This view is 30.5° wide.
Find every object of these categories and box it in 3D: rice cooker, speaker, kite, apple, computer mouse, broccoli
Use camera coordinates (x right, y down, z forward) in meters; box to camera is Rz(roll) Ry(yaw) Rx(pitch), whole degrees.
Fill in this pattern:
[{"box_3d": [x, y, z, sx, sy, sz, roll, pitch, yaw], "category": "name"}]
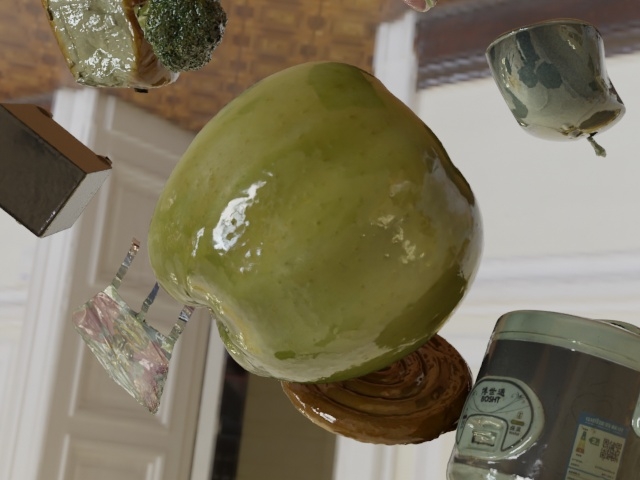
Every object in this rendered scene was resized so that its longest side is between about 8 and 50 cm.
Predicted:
[{"box_3d": [0.310, 0.226, 1.414, 0.288, 0.277, 0.288, 21, 167, 5], "category": "rice cooker"}, {"box_3d": [-0.585, -0.147, 2.413, 0.232, 0.184, 0.254, 39, -173, -1], "category": "speaker"}, {"box_3d": [-0.265, 0.123, 1.713, 0.204, 0.022, 0.360, 47, 143, 6], "category": "kite"}, {"box_3d": [0.000, 0.000, 1.404, 0.320, 0.360, 0.312, 47, 173, 30], "category": "apple"}, {"box_3d": [0.362, -0.195, 1.722, 0.167, 0.090, 0.379, -13, 150, 27], "category": "computer mouse"}, {"box_3d": [-0.197, -0.311, 1.694, 0.138, 0.146, 0.162, 19, 172, 32], "category": "broccoli"}]

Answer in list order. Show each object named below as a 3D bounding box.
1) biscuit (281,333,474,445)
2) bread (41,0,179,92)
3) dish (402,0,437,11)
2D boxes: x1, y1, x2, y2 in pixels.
[{"box_3d": [0.075, 0.171, 1.535, 0.262, 0.037, 0.262, 6, -149, -3], "category": "biscuit"}, {"box_3d": [-0.403, -0.431, 2.375, 0.225, 0.279, 0.250, -14, -173, 16], "category": "bread"}, {"box_3d": [0.146, -0.479, 1.908, 0.213, 0.090, 0.213, 43, 170, 9], "category": "dish"}]
